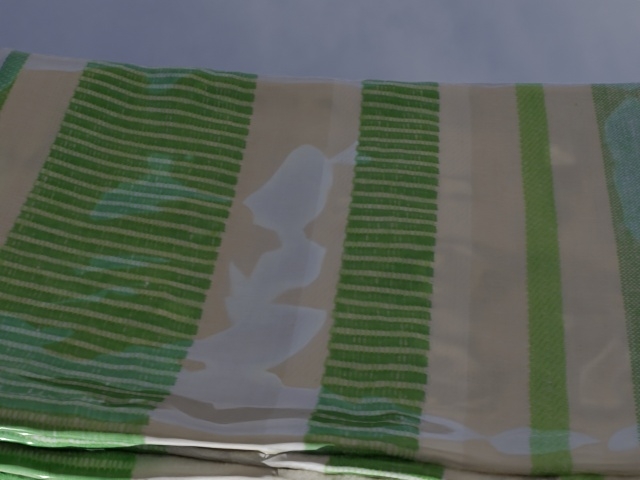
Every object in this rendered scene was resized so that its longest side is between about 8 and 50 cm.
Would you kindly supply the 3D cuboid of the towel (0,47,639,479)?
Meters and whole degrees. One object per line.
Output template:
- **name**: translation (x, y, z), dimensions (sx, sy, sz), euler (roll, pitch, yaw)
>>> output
- **towel**: translation (0.000, 0.000, 0.436), dimensions (0.248, 0.325, 0.038), euler (-82, -7, -50)
